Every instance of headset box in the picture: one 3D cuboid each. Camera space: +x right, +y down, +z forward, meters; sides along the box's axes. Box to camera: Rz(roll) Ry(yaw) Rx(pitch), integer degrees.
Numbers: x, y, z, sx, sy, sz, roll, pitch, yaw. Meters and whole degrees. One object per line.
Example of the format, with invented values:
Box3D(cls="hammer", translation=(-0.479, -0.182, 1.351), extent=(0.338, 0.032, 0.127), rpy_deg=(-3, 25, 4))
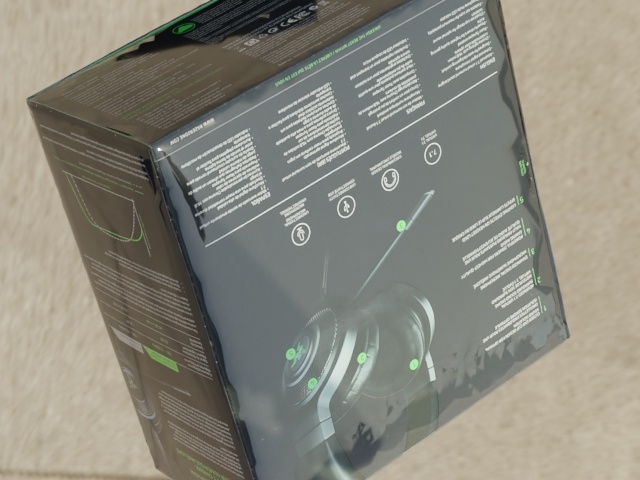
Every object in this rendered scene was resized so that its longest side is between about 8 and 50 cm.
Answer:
Box3D(cls="headset box", translation=(0.000, 0.000, 1.110), extent=(0.246, 0.131, 0.283), rpy_deg=(-32, 122, -27))
